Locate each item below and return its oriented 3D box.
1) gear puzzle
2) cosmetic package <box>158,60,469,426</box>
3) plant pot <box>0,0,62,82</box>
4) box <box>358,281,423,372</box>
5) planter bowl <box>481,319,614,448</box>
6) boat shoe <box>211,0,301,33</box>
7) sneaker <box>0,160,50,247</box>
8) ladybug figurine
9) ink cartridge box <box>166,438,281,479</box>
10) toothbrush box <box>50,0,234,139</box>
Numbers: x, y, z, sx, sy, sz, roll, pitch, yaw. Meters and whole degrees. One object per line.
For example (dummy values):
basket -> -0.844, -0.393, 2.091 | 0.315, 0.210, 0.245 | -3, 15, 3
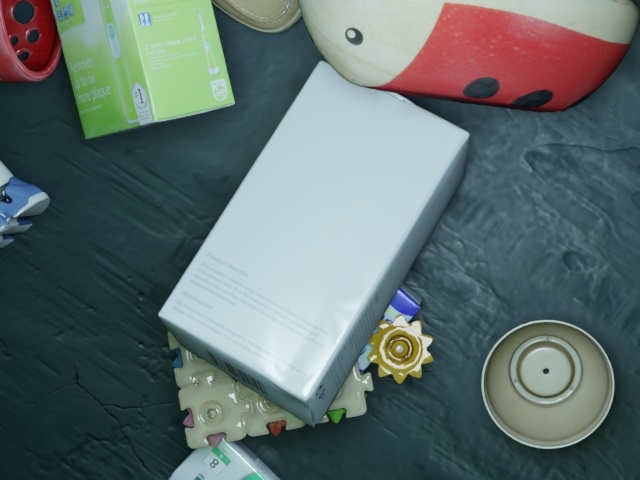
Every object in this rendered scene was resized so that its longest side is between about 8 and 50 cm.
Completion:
gear puzzle -> -0.022, 0.153, 1.648 | 0.339, 0.044, 0.175 | -12, 84, 8
cosmetic package -> 0.000, 0.000, 1.570 | 0.217, 0.156, 0.385 | 30, 75, 14
plant pot -> -0.447, -0.299, 1.674 | 0.174, 0.191, 0.191 | 1, 95, 17
box -> 0.044, 0.090, 1.688 | 0.126, 0.072, 0.137 | 42, 99, 3
planter bowl -> 0.288, 0.174, 1.640 | 0.162, 0.109, 0.162 | 1, 94, 8
boat shoe -> -0.155, -0.404, 1.656 | 0.122, 0.110, 0.341 | -43, 88, 9
sneaker -> -0.538, -0.024, 1.748 | 0.315, 0.127, 0.182 | -40, 85, 3
ladybug figurine -> 0.175, -0.242, 1.497 | 0.450, 0.305, 0.161 | 4, 95, -27
ink cartridge box -> -0.148, 0.390, 1.752 | 0.181, 0.056, 0.224 | 44, 97, 3
toothbrush box -> -0.237, -0.283, 1.613 | 0.122, 0.206, 0.283 | -16, 97, -34
